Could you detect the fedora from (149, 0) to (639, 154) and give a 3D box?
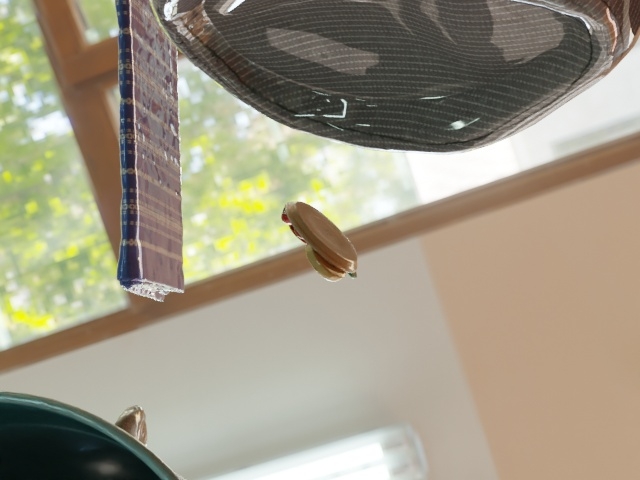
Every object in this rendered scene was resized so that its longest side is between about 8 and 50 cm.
[{"bbox_3d":[0.039,-0.117,0.577,0.243,0.276,0.124,56,-138,-54],"label":"fedora"}]

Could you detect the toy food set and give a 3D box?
[{"bbox_3d":[0.000,0.000,1.210,0.083,0.020,0.082,48,-164,14],"label":"toy food set"}]

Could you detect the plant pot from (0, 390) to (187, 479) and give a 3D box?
[{"bbox_3d":[-0.126,0.234,0.743,0.255,0.272,0.271,49,-154,-67],"label":"plant pot"}]

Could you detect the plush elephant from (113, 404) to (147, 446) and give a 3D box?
[{"bbox_3d":[-0.282,0.202,1.166,0.330,0.255,0.272,50,-169,-9],"label":"plush elephant"}]

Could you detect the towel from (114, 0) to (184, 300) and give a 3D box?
[{"bbox_3d":[-0.193,-0.105,1.602,0.243,0.040,0.335,41,-133,-83],"label":"towel"}]
